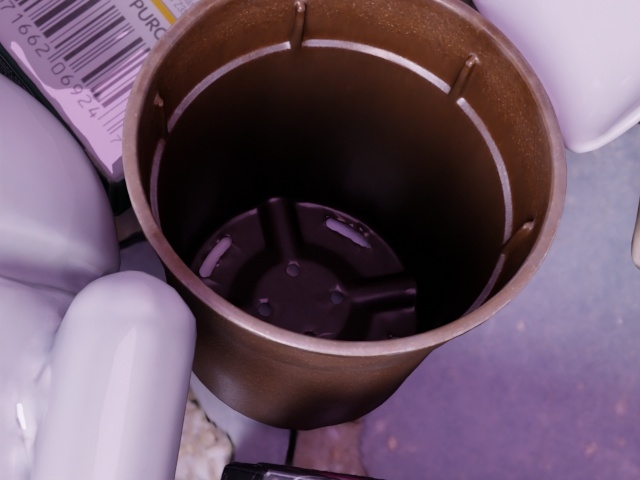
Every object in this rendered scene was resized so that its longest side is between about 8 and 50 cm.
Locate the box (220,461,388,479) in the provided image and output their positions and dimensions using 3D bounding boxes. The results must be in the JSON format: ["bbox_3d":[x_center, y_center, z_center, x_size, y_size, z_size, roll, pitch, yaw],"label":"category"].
[{"bbox_3d":[0.073,0.180,0.503,0.247,0.163,0.142,11,78,-8],"label":"box"}]

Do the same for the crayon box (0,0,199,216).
[{"bbox_3d":[-0.041,-0.191,0.600,0.323,0.083,0.203,-39,88,-14],"label":"crayon box"}]

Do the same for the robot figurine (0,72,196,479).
[{"bbox_3d":[-0.179,0.076,0.423,0.300,0.200,0.353,-1,77,24],"label":"robot figurine"}]

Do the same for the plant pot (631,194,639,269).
[{"bbox_3d":[0.290,-0.103,0.544,0.334,0.334,0.305,16,87,-7],"label":"plant pot"}]

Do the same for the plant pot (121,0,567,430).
[{"bbox_3d":[0.000,0.000,0.515,0.167,0.165,0.167,3,63,-7],"label":"plant pot"}]

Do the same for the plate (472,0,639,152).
[{"bbox_3d":[0.141,-0.219,0.461,0.045,0.278,0.277,2,54,-51],"label":"plate"}]
